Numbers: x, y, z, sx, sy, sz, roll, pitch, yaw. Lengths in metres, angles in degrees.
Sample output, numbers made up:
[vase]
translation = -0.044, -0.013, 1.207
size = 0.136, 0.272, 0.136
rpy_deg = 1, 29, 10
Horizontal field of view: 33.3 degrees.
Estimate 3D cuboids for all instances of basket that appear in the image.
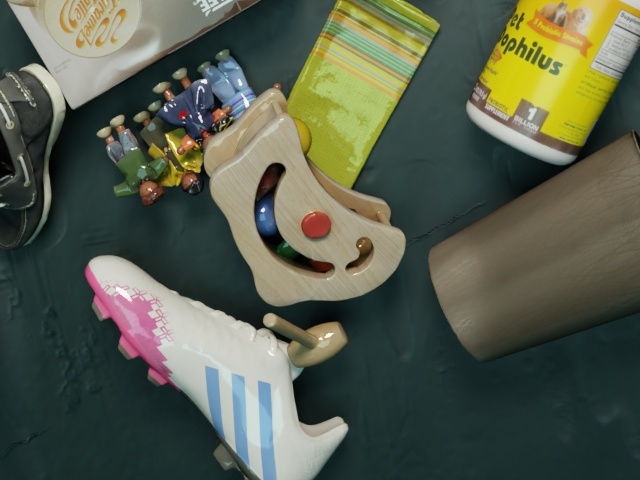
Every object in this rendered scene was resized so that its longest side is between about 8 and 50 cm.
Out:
[basket]
translation = 0.233, 0.018, 1.029
size = 0.227, 0.204, 0.154
rpy_deg = -26, 57, 21

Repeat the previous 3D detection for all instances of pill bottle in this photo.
[pill bottle]
translation = 0.231, -0.186, 0.989
size = 0.117, 0.117, 0.215
rpy_deg = 26, 107, -1

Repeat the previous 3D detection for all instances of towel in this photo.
[towel]
translation = 0.021, -0.137, 1.078
size = 0.102, 0.021, 0.237
rpy_deg = 28, 107, -1

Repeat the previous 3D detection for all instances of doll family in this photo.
[doll family]
translation = -0.125, -0.104, 1.076
size = 0.193, 0.076, 0.111
rpy_deg = -36, 81, 19

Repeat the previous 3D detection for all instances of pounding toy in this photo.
[pounding toy]
translation = 0.000, 0.000, 1.027
size = 0.154, 0.155, 0.269
rpy_deg = -23, 121, 1

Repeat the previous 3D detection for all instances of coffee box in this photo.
[coffee box]
translation = -0.159, -0.249, 1.027
size = 0.247, 0.098, 0.141
rpy_deg = -26, 101, 13

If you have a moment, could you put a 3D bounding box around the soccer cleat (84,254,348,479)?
[soccer cleat]
translation = -0.103, 0.121, 1.132
size = 0.143, 0.116, 0.331
rpy_deg = -39, 101, -1

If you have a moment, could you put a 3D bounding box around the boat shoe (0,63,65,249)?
[boat shoe]
translation = -0.317, -0.072, 1.073
size = 0.084, 0.079, 0.233
rpy_deg = 38, 136, 14
